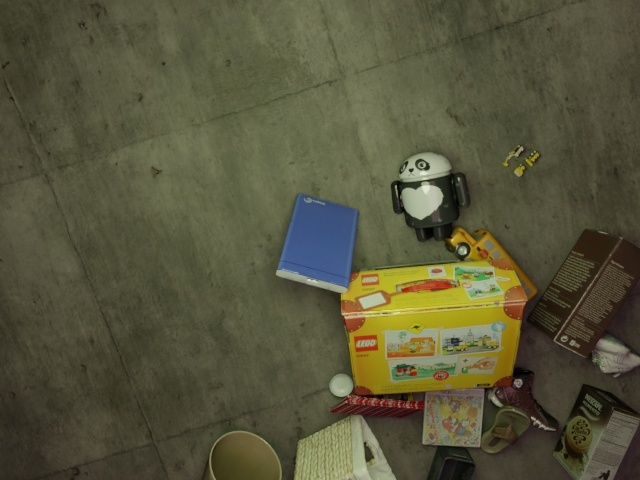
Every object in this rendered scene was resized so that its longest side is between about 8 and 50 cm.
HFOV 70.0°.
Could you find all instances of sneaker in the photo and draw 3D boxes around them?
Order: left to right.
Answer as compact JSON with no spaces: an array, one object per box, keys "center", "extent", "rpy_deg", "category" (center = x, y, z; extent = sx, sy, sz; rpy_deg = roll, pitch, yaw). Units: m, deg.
[{"center":[0.737,0.547,1.600],"extent":[0.281,0.106,0.163],"rpy_deg":[26,95,-5],"category":"sneaker"},{"center":[0.982,0.389,1.551],"extent":[0.297,0.111,0.129],"rpy_deg":[31,107,-25],"category":"sneaker"}]

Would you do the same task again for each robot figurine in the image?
[{"center":[0.340,-0.138,1.436],"extent":[0.209,0.173,0.278],"rpy_deg":[-11,100,0],"category":"robot figurine"}]

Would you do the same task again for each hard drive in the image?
[{"center":[0.000,0.000,1.398],"extent":[0.210,0.319,0.040],"rpy_deg":[15,138,-4],"category":"hard drive"}]

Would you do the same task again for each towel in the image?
[{"center":[0.186,0.555,1.522],"extent":[0.274,0.199,0.031],"rpy_deg":[9,58,-12],"category":"towel"}]

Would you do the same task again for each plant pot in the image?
[{"center":[-0.305,0.847,1.564],"extent":[0.256,0.256,0.274],"rpy_deg":[27,115,-6],"category":"plant pot"}]

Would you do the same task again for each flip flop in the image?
[{"center":[0.631,0.667,1.575],"extent":[0.112,0.080,0.277],"rpy_deg":[25,127,8],"category":"flip flop"}]

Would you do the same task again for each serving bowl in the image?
[{"center":[0.073,0.505,1.607],"extent":[0.083,0.027,0.083],"rpy_deg":[0,100,-1],"category":"serving bowl"}]

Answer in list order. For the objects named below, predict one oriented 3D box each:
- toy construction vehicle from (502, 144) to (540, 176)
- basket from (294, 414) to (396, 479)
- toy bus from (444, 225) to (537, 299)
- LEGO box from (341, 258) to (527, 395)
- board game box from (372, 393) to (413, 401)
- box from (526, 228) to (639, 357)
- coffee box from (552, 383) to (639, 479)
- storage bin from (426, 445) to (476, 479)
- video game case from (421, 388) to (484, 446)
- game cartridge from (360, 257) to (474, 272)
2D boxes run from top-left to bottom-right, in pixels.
[{"center":[0.656,-0.267,1.500],"extent":[0.086,0.035,0.098],"rpy_deg":[34,100,-18],"category":"toy construction vehicle"},{"center":[0.095,0.824,1.511],"extent":[0.266,0.331,0.328],"rpy_deg":[-27,99,5],"category":"basket"},{"center":[0.554,0.078,1.511],"extent":[0.130,0.108,0.333],"rpy_deg":[-42,98,5],"category":"toy bus"},{"center":[0.328,0.275,1.403],"extent":[0.500,0.193,0.372],"rpy_deg":[-5,125,5],"category":"LEGO box"},{"center":[0.243,0.484,1.600],"extent":[0.141,0.048,0.170],"rpy_deg":[-9,100,-2],"category":"board game box"},{"center":[0.870,0.165,1.497],"extent":[0.143,0.191,0.381],"rpy_deg":[27,99,-6],"category":"box"},{"center":[0.959,0.684,1.596],"extent":[0.118,0.168,0.297],"rpy_deg":[18,98,-5],"category":"coffee box"},{"center":[0.470,0.845,1.649],"extent":[0.122,0.084,0.180],"rpy_deg":[14,98,-4],"category":"storage bin"},{"center":[0.473,0.626,1.633],"extent":[0.206,0.026,0.227],"rpy_deg":[1,99,3],"category":"video game case"},{"center":[0.316,0.176,1.487],"extent":[0.355,0.068,0.230],"rpy_deg":[-6,121,6],"category":"game cartridge"}]
